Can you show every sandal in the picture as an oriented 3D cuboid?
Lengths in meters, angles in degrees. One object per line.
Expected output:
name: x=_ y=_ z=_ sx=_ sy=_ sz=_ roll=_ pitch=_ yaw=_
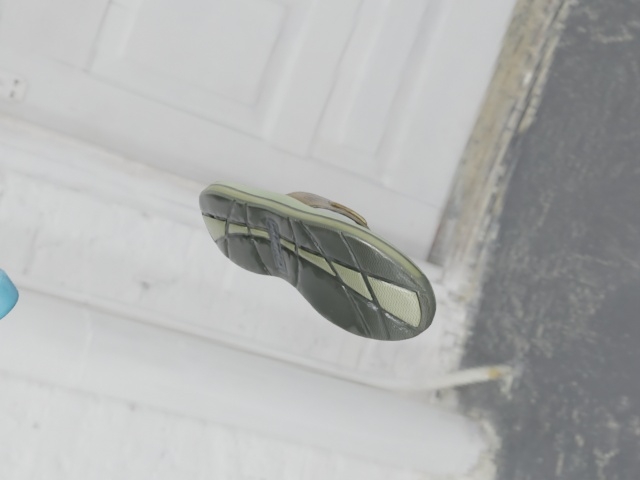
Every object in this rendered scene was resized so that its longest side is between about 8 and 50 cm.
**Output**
sandal: x=-0.001 y=-0.002 z=1.238 sx=0.303 sy=0.086 sz=0.120 roll=28 pitch=135 yaw=38

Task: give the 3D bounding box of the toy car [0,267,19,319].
toy car: x=-0.479 y=0.050 z=1.286 sx=0.210 sy=0.219 sz=0.238 roll=-10 pitch=31 yaw=30
